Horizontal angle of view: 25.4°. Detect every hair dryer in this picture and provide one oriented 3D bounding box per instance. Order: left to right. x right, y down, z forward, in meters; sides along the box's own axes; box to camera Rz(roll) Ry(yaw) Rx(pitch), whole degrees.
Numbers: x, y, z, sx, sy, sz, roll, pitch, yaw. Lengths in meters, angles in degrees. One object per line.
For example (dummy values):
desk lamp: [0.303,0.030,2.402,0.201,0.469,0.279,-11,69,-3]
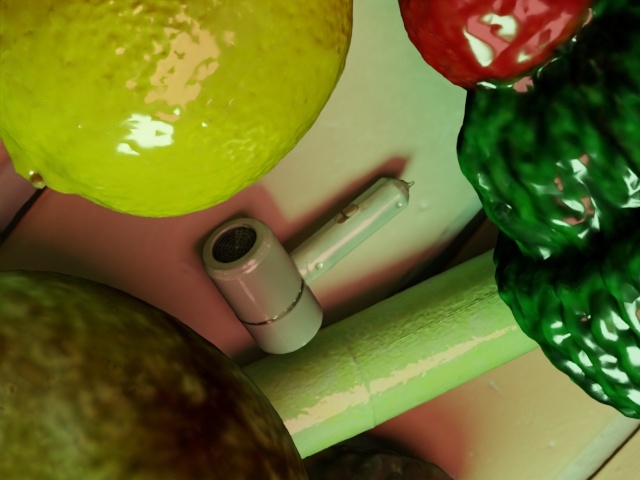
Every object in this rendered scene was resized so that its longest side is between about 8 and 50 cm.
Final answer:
hair dryer: [0.000,0.000,0.864,0.137,0.047,0.082,-38,132,-8]

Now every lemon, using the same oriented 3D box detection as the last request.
lemon: [-0.073,-0.107,0.658,0.203,0.178,0.178,-50,132,-6]

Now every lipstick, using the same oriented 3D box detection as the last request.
lipstick: [0.092,0.054,0.932,0.304,0.076,0.076,-23,130,-12]

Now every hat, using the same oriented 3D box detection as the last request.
hat: [0.178,-0.071,0.772,0.274,0.242,0.332,-43,107,12]

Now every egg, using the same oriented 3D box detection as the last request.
egg: [-0.129,0.145,0.767,0.238,0.238,0.289,-30,108,-8]

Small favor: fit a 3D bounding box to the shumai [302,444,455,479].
shumai: [0.011,0.312,0.943,0.309,0.263,0.304,-34,130,-4]
